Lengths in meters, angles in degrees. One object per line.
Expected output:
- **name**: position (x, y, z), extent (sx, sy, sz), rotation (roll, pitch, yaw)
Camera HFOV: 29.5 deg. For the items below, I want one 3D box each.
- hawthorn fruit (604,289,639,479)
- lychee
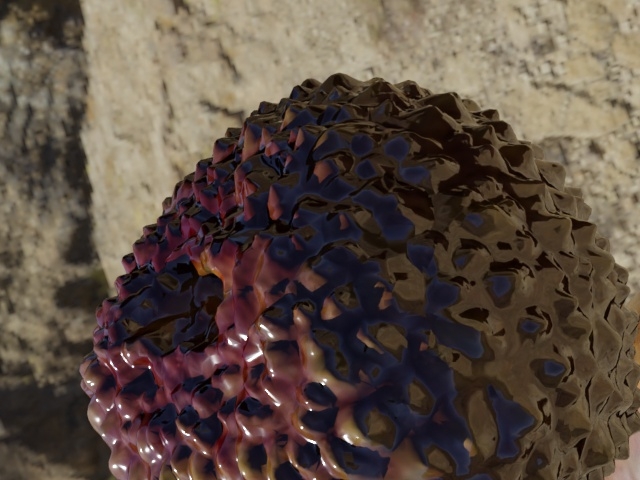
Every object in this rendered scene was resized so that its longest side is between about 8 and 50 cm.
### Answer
- **hawthorn fruit**: position (0.370, 0.158, 1.053), extent (0.308, 0.325, 0.308), rotation (-9, 75, 37)
- **lychee**: position (0.036, 0.058, 0.561), extent (0.271, 0.271, 0.271), rotation (34, 134, 44)
